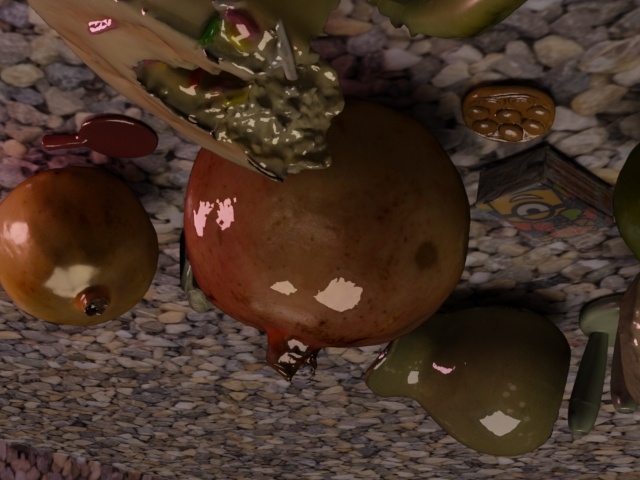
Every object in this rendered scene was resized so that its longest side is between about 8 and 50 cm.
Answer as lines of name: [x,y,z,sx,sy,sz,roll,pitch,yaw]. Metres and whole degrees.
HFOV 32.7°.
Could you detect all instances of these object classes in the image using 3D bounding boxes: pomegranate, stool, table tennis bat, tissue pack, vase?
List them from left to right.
pomegranate: [-0.332,0.004,1.486,0.233,0.233,0.233,6,155,3]
table tennis bat: [-0.285,-0.130,1.407,0.154,0.019,0.098,-2,154,13]
pomegranate: [0.000,0.000,1.253,0.338,0.338,0.338,6,155,3]
vase: [0.234,0.217,1.788,0.302,0.241,0.329,16,166,5]
tissue pack: [0.283,-0.055,1.368,0.148,0.060,0.108,24,151,-35]
stool: [0.504,0.207,1.710,0.195,0.199,0.195,12,156,-12]

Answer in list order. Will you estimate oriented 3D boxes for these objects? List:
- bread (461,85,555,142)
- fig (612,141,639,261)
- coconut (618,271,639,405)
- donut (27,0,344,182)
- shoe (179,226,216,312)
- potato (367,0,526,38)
bread: [0.213,-0.145,1.236,0.110,0.024,0.110,5,154,3]
fig: [0.480,-0.038,1.155,0.314,0.233,0.233,-5,153,36]
coconut: [0.567,0.132,1.442,0.328,0.329,0.329,6,155,3]
donut: [-0.115,-0.200,0.970,0.307,0.150,0.371,28,170,9]
shoe: [-0.155,0.044,1.666,0.112,0.099,0.227,0,159,-1]
potato: [0.079,-0.316,0.722,0.330,0.212,0.280,58,168,-7]
